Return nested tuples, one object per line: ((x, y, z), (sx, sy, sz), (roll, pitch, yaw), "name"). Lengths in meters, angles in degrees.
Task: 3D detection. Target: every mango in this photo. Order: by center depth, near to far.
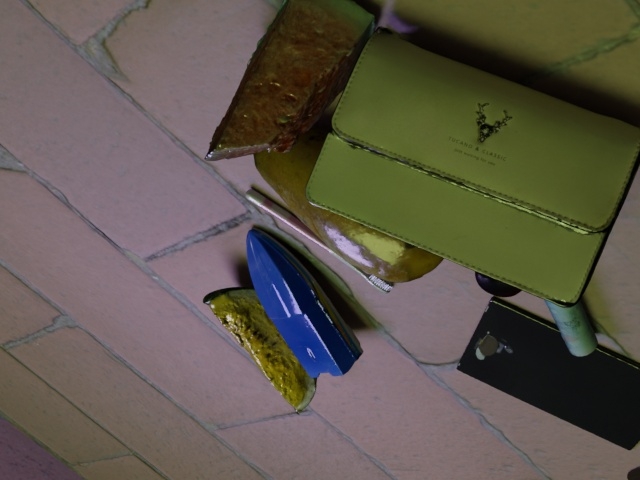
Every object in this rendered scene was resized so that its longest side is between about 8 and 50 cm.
((0.042, -0.069, 1.604), (0.329, 0.176, 0.176), (41, 147, 16), "mango")

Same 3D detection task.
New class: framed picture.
((0.394, 0.222, 1.844), (0.324, 0.013, 0.244), (26, 146, 8), "framed picture")

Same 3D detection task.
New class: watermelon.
((-0.057, -0.181, 1.441), (0.140, 0.256, 0.193), (31, 155, 0), "watermelon")
((-0.098, 0.179, 2.063), (0.123, 0.129, 0.301), (-12, 123, 43), "watermelon")

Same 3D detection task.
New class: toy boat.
((-0.042, 0.098, 1.965), (0.129, 0.088, 0.295), (-12, 118, 47), "toy boat")

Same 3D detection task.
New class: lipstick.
((0.364, 0.105, 1.678), (0.048, 0.048, 0.158), (1, 137, 37), "lipstick")

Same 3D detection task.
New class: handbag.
((0.188, -0.089, 1.396), (0.359, 0.236, 0.160), (23, -179, 11), "handbag")

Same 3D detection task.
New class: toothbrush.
((0.000, 0.000, 1.850), (0.286, 0.020, 0.025), (34, 138, -7), "toothbrush")

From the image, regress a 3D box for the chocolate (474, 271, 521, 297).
((0.268, 0.031, 1.627), (0.125, 0.080, 0.148), (12, 141, 26), "chocolate")

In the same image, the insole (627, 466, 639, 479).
((0.648, 0.395, 1.881), (0.328, 0.007, 0.111), (-16, 127, 48), "insole")
